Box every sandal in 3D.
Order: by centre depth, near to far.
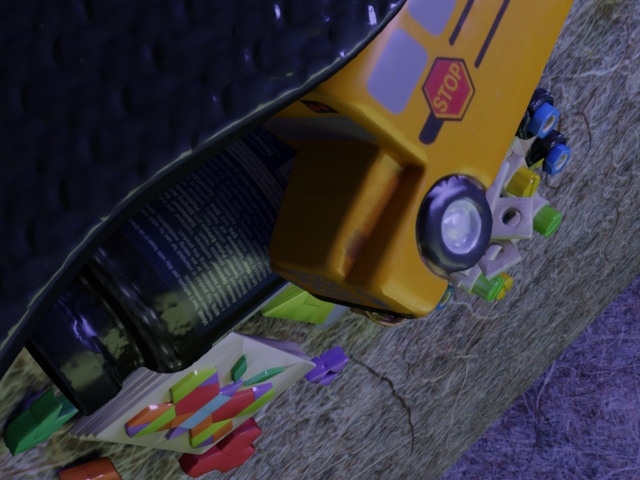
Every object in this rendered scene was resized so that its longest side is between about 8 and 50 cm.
[{"bbox_3d":[-0.121,-0.066,0.505,0.446,0.167,0.107,-45,-175,-3],"label":"sandal"}]

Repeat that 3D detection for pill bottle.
[{"bbox_3d":[-0.083,0.002,0.674,0.219,0.123,0.123,-38,156,-19],"label":"pill bottle"}]

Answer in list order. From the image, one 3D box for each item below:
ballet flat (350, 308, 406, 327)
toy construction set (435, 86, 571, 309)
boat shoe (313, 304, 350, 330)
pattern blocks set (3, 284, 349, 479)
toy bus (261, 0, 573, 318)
[{"bbox_3d":[0.052,0.022,1.046,0.080,0.073,0.232,-46,158,-8],"label":"ballet flat"},{"bbox_3d":[0.147,-0.040,1.055,0.215,0.151,0.328,-52,169,-2],"label":"toy construction set"},{"bbox_3d":[0.000,0.000,0.912,0.078,0.070,0.219,-41,157,-20],"label":"boat shoe"},{"bbox_3d":[-0.095,0.124,0.888,0.285,0.026,0.325,-46,152,23],"label":"pattern blocks set"},{"bbox_3d":[0.060,-0.130,0.604,0.130,0.108,0.333,33,76,-33],"label":"toy bus"}]
